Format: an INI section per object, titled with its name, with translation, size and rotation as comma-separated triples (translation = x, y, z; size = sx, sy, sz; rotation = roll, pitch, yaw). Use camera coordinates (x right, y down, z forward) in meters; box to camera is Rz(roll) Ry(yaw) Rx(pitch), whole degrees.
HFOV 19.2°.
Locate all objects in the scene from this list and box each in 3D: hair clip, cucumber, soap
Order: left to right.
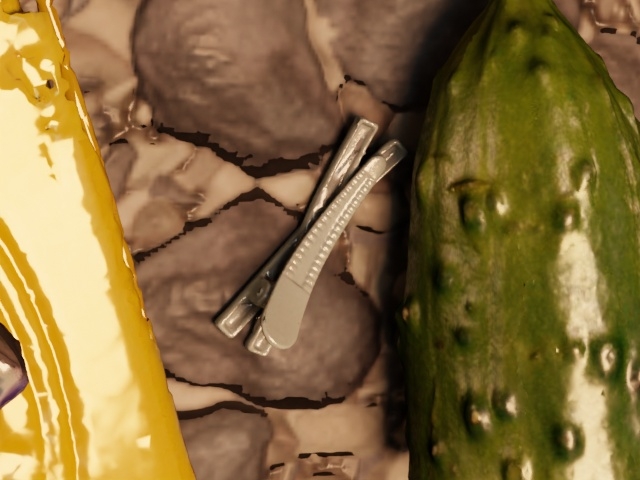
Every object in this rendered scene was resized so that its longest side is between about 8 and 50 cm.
[soap]
translation = -0.161, 0.054, 0.737
size = 0.204, 0.096, 0.325
rotation = -22, 111, -19
[hair clip]
translation = 0.001, 0.001, 0.835
size = 0.030, 0.039, 0.115
rotation = 35, 84, -33
[cucumber]
translation = 0.096, -0.004, 0.839
size = 0.134, 0.134, 0.245
rotation = -9, 96, -23

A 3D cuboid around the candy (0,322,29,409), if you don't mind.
[candy]
translation = -0.235, 0.122, 0.641
size = 0.312, 0.061, 0.088
rotation = -45, 115, 3
